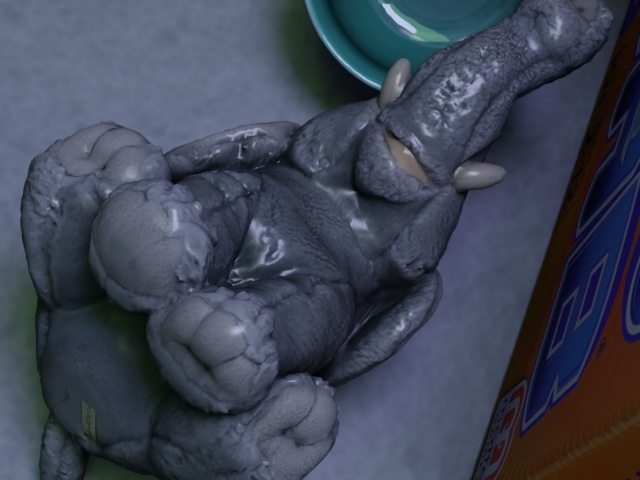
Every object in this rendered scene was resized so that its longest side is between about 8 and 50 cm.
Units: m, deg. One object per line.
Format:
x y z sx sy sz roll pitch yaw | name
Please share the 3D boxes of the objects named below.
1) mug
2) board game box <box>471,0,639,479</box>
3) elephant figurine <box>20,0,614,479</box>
0.052 -0.127 0.627 0.129 0.097 0.158 37 105 -1 | mug
0.311 -0.014 0.488 0.356 0.356 0.356 22 69 1 | board game box
0.000 0.000 0.552 0.186 0.169 0.239 11 33 40 | elephant figurine
